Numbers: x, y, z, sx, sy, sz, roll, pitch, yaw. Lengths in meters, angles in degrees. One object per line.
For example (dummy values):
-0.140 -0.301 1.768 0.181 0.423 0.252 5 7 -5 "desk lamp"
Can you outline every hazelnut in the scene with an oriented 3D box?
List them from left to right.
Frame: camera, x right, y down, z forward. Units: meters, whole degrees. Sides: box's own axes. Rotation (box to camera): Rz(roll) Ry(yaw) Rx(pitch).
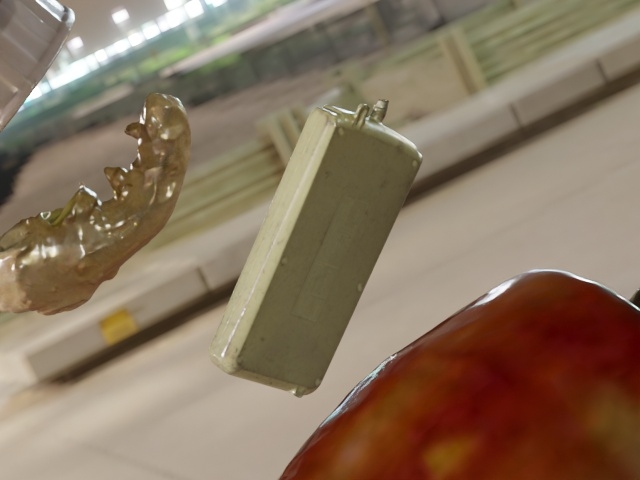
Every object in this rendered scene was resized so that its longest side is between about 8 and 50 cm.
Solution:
0.085 0.117 0.461 0.251 0.217 0.217 -19 5 -18 "hazelnut"

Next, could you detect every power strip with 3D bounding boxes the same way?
0.000 0.000 0.932 0.076 0.169 0.028 22 4 -41 "power strip"

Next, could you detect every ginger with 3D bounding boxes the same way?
-0.139 -0.015 1.076 0.173 0.069 0.051 -44 15 -1 "ginger"

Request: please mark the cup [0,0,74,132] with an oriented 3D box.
-0.304 -0.139 1.022 0.208 0.273 0.288 -49 20 -3 "cup"
